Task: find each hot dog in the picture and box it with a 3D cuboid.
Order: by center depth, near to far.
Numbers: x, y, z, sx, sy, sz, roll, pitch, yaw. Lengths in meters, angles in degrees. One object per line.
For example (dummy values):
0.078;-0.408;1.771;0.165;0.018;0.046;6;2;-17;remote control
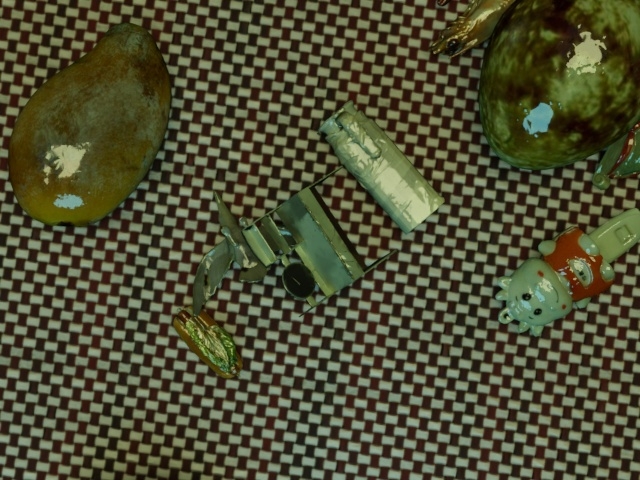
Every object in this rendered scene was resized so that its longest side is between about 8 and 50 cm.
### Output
-0.157;0.145;1.849;0.056;0.041;0.133;-43;88;-2;hot dog

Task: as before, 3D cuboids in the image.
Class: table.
0.000;0.000;1.806;0.175;0.062;0.146;-34;91;-39;table

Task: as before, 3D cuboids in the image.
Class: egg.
0.335;-0.229;1.782;0.238;0.238;0.289;42;103;1;egg

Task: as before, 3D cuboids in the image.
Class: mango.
-0.315;-0.162;1.819;0.193;0.146;0.316;28;73;-1;mango

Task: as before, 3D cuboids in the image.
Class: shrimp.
0.230;-0.359;1.876;0.236;0.053;0.133;-44;91;-6;shrimp

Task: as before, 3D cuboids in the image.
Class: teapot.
0.083;-0.106;1.834;0.077;0.107;0.200;-42;88;-1;teapot

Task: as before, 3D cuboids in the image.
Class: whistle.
0.357;0.042;1.838;0.253;0.106;0.101;-35;129;-3;whistle

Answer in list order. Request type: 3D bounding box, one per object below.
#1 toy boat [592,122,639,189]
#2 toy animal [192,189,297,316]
0.457;-0.152;1.862;0.089;0.071;0.185;29;86;-42;toy boat
-0.112;-0.010;1.831;0.219;0.095;0.155;-25;85;-7;toy animal
